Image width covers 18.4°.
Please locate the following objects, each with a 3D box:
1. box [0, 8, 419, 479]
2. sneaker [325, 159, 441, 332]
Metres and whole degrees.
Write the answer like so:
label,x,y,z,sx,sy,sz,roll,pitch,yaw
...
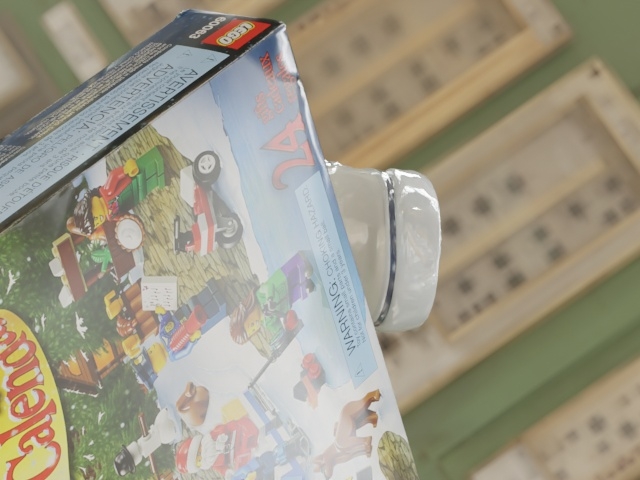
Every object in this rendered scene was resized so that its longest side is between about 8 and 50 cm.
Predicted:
label,x,y,z,sx,sy,sz,roll,pitch,yaw
box,-0.045,0.071,0.593,0.044,0.159,0.233,13,-48,41
sneaker,0.000,0.000,1.144,0.258,0.091,0.094,-162,-106,-75
